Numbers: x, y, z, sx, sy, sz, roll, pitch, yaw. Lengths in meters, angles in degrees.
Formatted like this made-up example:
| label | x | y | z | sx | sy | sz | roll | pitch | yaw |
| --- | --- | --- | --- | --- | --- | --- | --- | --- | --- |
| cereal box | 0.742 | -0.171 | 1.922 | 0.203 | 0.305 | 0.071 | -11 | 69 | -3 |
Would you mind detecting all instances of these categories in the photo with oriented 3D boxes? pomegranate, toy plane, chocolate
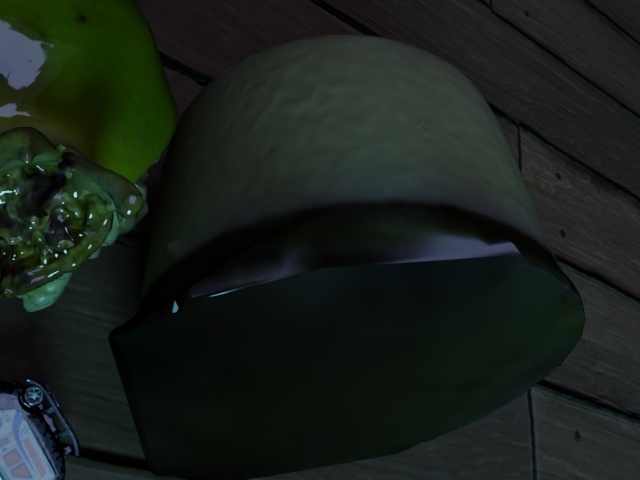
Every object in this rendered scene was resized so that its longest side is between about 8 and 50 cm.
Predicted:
| label | x | y | z | sx | sy | sz | roll | pitch | yaw |
| --- | --- | --- | --- | --- | --- | --- | --- | --- | --- |
| pomegranate | -0.203 | -0.066 | 0.447 | 0.261 | 0.341 | 0.260 | -14 | 116 | -32 |
| toy plane | -0.229 | 0.115 | 0.523 | 0.078 | 0.053 | 0.197 | -34 | 98 | -35 |
| chocolate | 0.000 | 0.000 | 0.613 | 0.326 | 0.314 | 0.297 | -11 | 54 | -10 |
